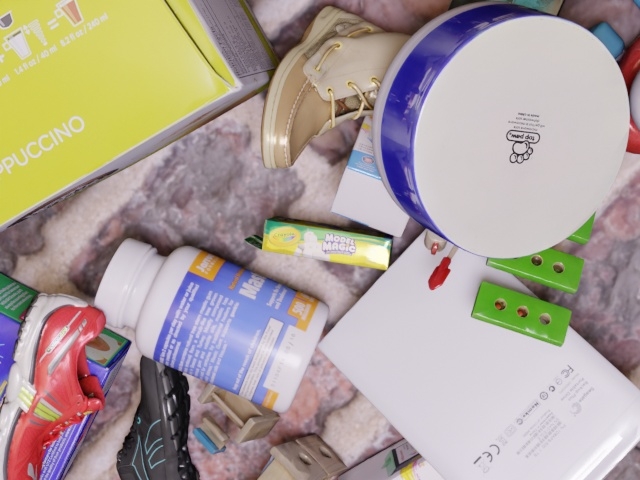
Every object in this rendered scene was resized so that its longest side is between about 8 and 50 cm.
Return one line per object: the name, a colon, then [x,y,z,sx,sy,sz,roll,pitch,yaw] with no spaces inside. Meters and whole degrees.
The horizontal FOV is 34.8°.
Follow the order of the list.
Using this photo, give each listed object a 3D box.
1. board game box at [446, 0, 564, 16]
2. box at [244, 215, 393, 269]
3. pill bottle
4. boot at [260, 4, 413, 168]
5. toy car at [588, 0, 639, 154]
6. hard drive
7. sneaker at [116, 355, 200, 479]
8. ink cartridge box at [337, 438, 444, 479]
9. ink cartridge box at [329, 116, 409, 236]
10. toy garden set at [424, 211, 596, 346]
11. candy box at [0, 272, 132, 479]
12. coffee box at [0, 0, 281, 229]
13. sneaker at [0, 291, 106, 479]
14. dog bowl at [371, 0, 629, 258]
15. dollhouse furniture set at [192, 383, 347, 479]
board game box: [0.202,-0.236,1.229,0.126,0.026,0.186,25,103,11]
box: [0.000,0.000,1.272,0.179,0.105,0.043,7,95,5]
pill bottle: [-0.138,0.098,1.284,0.272,0.152,0.152,23,103,1]
boot: [0.058,-0.159,1.154,0.203,0.262,0.095,16,136,12]
toy car: [0.411,-0.174,1.123,0.210,0.238,0.219,-41,95,12]
hard drive: [0.195,0.167,1.226,0.233,0.047,0.353,-47,68,3]
sneaker: [-0.225,0.273,1.358,0.106,0.101,0.268,-3,101,9]
ink cartridge box: [0.183,0.344,1.318,0.278,0.117,0.201,-32,97,11]
ink cartridge box: [0.081,-0.096,1.227,0.092,0.143,0.090,19,142,1]
toy garden set: [0.214,-0.011,1.222,0.203,0.049,0.244,18,66,5]
candy box: [-0.456,0.189,1.352,0.317,0.122,0.268,28,103,-3]
coffee box: [-0.281,-0.241,1.134,0.337,0.334,0.338,-28,98,11]
sneaker: [-0.323,0.203,1.234,0.118,0.107,0.279,13,103,-8]
dog bowl: [0.194,-0.118,1.099,0.264,0.104,0.265,-7,111,-19]
dollhouse furniture set: [-0.087,0.288,1.350,0.183,0.129,0.129,43,105,21]
